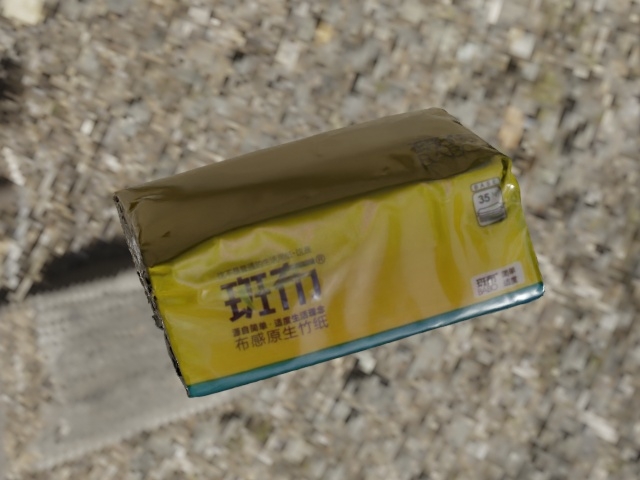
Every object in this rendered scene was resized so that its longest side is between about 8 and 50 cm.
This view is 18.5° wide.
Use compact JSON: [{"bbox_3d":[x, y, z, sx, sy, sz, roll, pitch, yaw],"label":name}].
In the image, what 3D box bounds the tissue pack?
[{"bbox_3d":[0.000,0.000,0.893,0.169,0.120,0.082,-15,108,-8],"label":"tissue pack"}]
